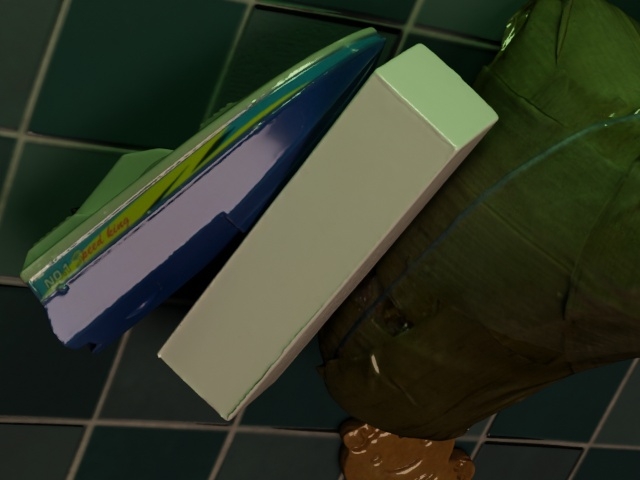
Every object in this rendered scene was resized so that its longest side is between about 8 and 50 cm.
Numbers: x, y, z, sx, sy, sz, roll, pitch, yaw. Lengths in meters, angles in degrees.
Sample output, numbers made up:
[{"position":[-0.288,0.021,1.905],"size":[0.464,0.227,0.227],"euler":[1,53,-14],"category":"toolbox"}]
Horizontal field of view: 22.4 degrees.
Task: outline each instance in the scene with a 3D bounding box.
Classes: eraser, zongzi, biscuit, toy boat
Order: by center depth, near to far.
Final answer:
[{"position":[0.163,0.059,1.107],"size":[0.174,0.393,0.356],"euler":[21,117,-34],"category":"zongzi"},{"position":[-0.072,-0.047,1.107],"size":[0.295,0.088,0.129],"euler":[-39,170,2],"category":"toy boat"},{"position":[-0.001,0.000,1.126],"size":[0.298,0.076,0.078],"euler":[-51,172,34],"category":"eraser"},{"position":[0.075,0.208,1.422],"size":[0.133,0.027,0.184],"euler":[-8,128,-18],"category":"biscuit"}]
